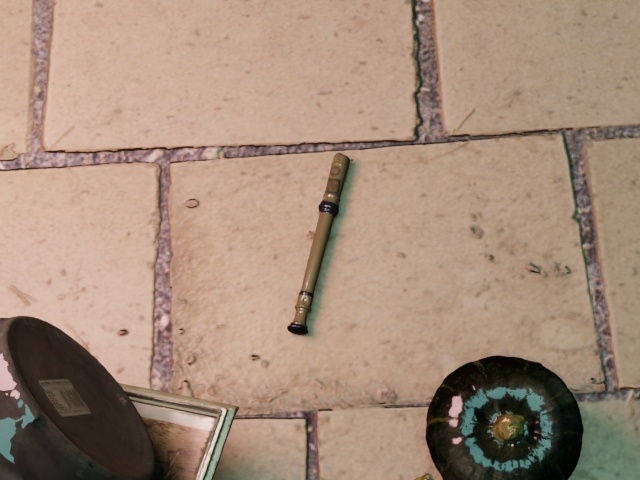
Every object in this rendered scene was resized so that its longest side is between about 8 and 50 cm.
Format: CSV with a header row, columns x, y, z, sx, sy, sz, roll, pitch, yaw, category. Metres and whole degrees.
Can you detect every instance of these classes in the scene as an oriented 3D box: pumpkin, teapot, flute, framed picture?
x,y,z,sx,sy,sz,roll,pitch,yaw,category
0.195,0.202,1.262,0.167,0.125,0.167,-9,53,13,pumpkin
-0.354,0.266,1.146,0.344,0.300,0.253,-42,97,9,teapot
0.000,0.000,1.407,0.027,0.027,0.233,12,69,7,flute
-0.234,0.252,1.265,0.274,0.017,0.217,5,66,30,framed picture

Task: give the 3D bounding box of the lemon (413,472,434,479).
x,y,z,sx,sy,sz,roll,pitch,yaw,category
0.095,0.343,1.184,0.173,0.173,0.206,7,64,6,lemon
